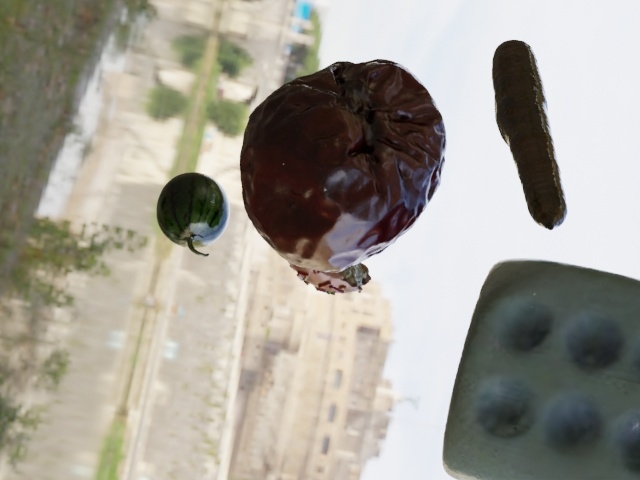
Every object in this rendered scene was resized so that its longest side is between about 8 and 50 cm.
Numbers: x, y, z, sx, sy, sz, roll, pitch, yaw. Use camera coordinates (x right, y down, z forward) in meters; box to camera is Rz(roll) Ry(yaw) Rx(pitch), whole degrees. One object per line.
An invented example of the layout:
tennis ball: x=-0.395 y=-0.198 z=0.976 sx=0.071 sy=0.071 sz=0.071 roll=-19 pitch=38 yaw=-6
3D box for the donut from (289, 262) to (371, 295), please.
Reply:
donut: x=0.000 y=0.000 z=1.472 sx=0.065 sy=0.117 sz=0.166 roll=-87 pitch=168 yaw=-61

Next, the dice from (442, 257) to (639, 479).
dice: x=0.297 y=0.180 z=1.364 sx=0.262 sy=0.268 sz=0.265 roll=48 pitch=58 yaw=-72

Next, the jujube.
jujube: x=0.019 y=-0.083 z=1.270 sx=0.232 sy=0.213 sz=0.213 roll=-38 pitch=154 yaw=-46

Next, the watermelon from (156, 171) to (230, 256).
watermelon: x=-0.165 y=-0.035 z=1.509 sx=0.109 sy=0.109 sz=0.109 roll=-168 pitch=-90 yaw=-84

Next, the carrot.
carrot: x=0.253 y=-0.125 z=1.429 sx=0.342 sy=0.070 sz=0.070 roll=-91 pitch=-166 yaw=-44
